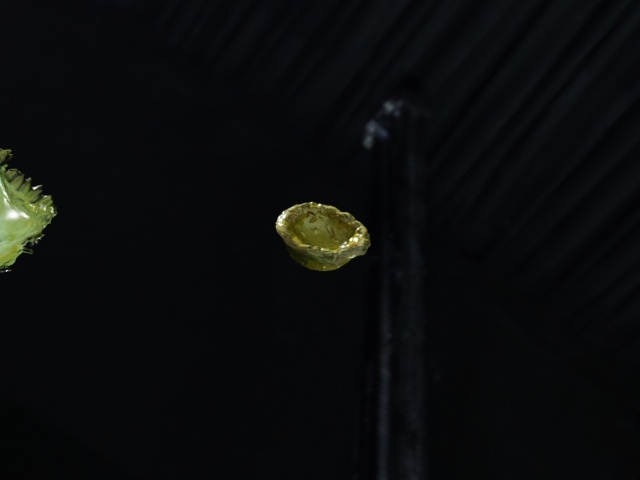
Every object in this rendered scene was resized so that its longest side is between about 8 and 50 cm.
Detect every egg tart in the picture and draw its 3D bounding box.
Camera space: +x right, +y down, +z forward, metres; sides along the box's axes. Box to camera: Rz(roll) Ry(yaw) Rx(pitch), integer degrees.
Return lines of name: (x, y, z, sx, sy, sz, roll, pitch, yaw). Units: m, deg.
egg tart: (0.000, 0.000, 1.561, 0.105, 0.039, 0.105, 14, -147, -9)

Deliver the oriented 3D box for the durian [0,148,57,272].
durian: (-0.453, -0.058, 1.485, 0.394, 0.163, 0.198, 10, -128, -13)
